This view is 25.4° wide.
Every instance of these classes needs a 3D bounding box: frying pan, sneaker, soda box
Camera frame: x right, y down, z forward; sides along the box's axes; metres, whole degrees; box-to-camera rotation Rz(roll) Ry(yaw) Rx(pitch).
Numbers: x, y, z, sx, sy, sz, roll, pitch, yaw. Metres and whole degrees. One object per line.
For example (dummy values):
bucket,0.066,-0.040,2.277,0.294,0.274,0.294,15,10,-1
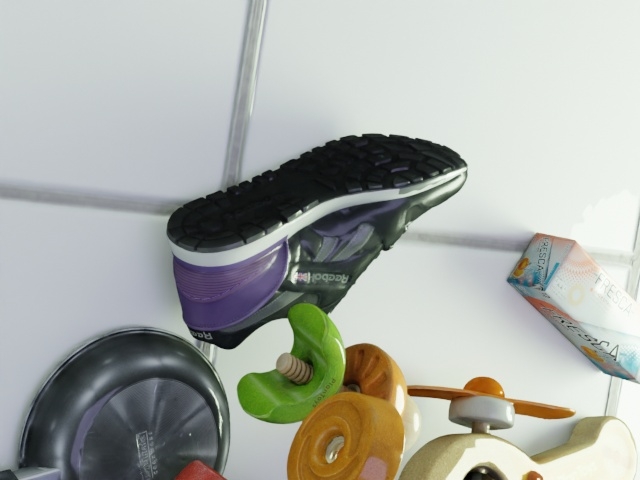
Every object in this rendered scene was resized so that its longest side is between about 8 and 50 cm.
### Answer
frying pan,-0.201,0.159,1.119,0.326,0.053,0.197,12,91,-38
sneaker,0.000,0.000,1.207,0.283,0.107,0.124,-20,124,-26
soda box,0.267,0.069,1.408,0.183,0.058,0.063,41,76,-32

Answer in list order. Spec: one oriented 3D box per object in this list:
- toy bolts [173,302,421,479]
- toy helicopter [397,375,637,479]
toy bolts,0.007,0.203,1.127,0.158,0.218,0.228,35,94,-33
toy helicopter,0.190,0.225,1.356,0.355,0.140,0.235,-13,88,-46
